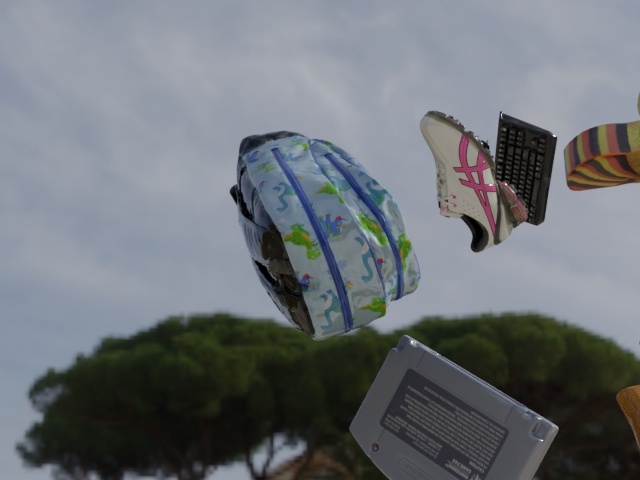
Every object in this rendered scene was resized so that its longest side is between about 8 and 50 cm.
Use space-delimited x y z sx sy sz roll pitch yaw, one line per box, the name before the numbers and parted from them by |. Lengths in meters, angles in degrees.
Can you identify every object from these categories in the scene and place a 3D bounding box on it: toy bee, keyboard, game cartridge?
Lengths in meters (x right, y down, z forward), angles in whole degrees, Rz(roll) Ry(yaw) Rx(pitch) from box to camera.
toy bee | 0.485 -0.144 1.828 0.298 0.195 0.162 -20 -30 -6
keyboard | 0.242 -0.091 1.706 0.108 0.023 0.180 24 -33 20
game cartridge | 0.182 0.284 1.926 0.294 0.196 0.060 31 0 40

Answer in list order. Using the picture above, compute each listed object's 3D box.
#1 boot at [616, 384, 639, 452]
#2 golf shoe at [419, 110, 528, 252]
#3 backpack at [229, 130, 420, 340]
boot | 0.564 0.290 1.869 0.295 0.211 0.104 12 -50 -28
golf shoe | 0.168 -0.068 1.569 0.186 0.086 0.067 52 -12 -20
backpack | 0.000 0.000 1.956 0.273 0.290 0.355 -11 16 6
